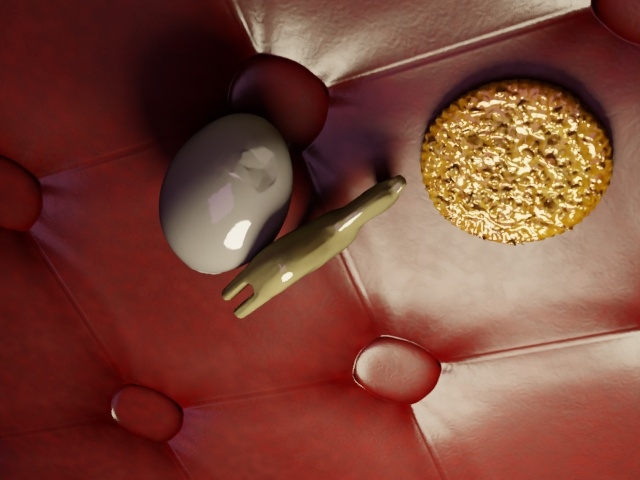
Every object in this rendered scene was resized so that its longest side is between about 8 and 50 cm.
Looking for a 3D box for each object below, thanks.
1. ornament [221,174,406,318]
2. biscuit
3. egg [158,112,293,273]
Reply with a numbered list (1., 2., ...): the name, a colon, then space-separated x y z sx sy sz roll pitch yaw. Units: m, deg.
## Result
1. ornament: 0.000 0.000 1.124 0.061 0.230 0.245 56 140 4
2. biscuit: 0.259 -0.099 1.080 0.254 0.035 0.254 7 124 10
3. egg: -0.125 -0.066 1.107 0.176 0.176 0.232 29 119 -7
